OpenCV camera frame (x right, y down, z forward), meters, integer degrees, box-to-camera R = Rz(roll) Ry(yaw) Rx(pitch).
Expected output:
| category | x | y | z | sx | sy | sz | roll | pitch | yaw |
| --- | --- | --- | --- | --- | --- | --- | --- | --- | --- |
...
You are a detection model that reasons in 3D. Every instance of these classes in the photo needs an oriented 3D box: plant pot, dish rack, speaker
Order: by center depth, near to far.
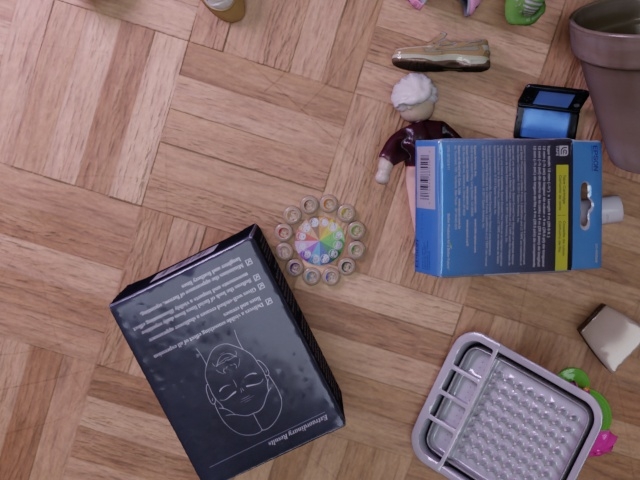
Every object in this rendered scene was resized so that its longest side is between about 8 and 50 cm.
| category | x | y | z | sx | sy | sz | roll | pitch | yaw |
| --- | --- | --- | --- | --- | --- | --- | --- | --- | --- |
| plant pot | 0.617 | -0.282 | 1.832 | 0.323 | 0.323 | 0.280 | -8 | 116 | 1 |
| dish rack | 0.361 | 0.362 | 1.946 | 0.333 | 0.072 | 0.285 | 29 | 98 | 34 |
| speaker | 0.515 | -0.052 | 1.964 | 0.136 | 0.055 | 0.055 | -9 | 98 | 1 |
| plant pot | 0.564 | 0.183 | 1.977 | 0.096 | 0.109 | 0.109 | 42 | 96 | 7 |

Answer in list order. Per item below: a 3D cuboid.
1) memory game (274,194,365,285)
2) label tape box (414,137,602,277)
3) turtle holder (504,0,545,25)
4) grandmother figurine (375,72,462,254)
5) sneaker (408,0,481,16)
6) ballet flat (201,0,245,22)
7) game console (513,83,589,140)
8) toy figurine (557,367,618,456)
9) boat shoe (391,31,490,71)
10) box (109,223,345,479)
| category | x | y | z | sx | sy | sz | roll | pitch | yaw |
| --- | --- | --- | --- | --- | --- | --- | --- | --- | --- |
| memory game | 0.000 | 0.000 | 1.988 | 0.186 | 0.012 | 0.186 | 0 | 98 | 0 |
| label tape box | 0.351 | -0.065 | 1.886 | 0.347 | 0.115 | 0.249 | -2 | 94 | -22 |
| turtle holder | 0.425 | -0.564 | 1.804 | 0.243 | 0.227 | 0.320 | -14 | 99 | 1 |
| grandmother figurine | 0.197 | -0.149 | 1.932 | 0.207 | 0.104 | 0.342 | -12 | 96 | -26 |
| sneaker | 0.157 | -0.500 | 1.869 | 0.319 | 0.112 | 0.131 | 10 | 95 | -1 |
| ballet flat | -0.208 | -0.488 | 1.846 | 0.080 | 0.073 | 0.232 | -21 | 123 | 13 |
| game console | 0.440 | -0.240 | 1.931 | 0.122 | 0.107 | 0.071 | 6 | 70 | -2 |
| toy figurine | 0.520 | 0.348 | 1.968 | 0.130 | 0.159 | 0.173 | -13 | 97 | 1 |
| boat shoe | 0.228 | -0.360 | 1.920 | 0.190 | 0.068 | 0.072 | 1 | 86 | -10 |
| box | -0.166 | 0.213 | 1.917 | 0.293 | 0.212 | 0.395 | -26 | 97 | 3 |
